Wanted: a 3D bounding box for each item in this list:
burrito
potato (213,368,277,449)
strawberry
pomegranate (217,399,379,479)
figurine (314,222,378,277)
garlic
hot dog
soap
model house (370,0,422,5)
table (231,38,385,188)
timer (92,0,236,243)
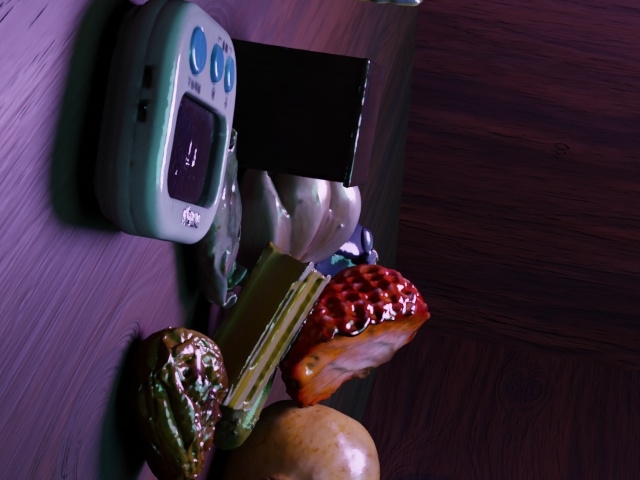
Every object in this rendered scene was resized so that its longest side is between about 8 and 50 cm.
[{"bbox_3d":[-0.134,-0.035,1.589,0.309,0.066,0.096,89,12,-47],"label":"burrito"},{"bbox_3d":[-0.121,0.229,1.916,0.105,0.085,0.188,129,-18,-61],"label":"potato"},{"bbox_3d":[0.021,0.129,1.964,0.265,0.149,0.336,-39,163,15],"label":"strawberry"},{"bbox_3d":[-0.037,0.406,2.055,0.307,0.307,0.307,10,90,-81],"label":"pomegranate"},{"bbox_3d":[-0.001,0.010,2.168,0.175,0.197,0.265,-44,177,7],"label":"figurine"},{"bbox_3d":[-0.058,-0.061,1.897,0.237,0.210,0.292,-2,110,-46],"label":"garlic"},{"bbox_3d":[-0.174,0.205,1.526,0.227,0.099,0.160,91,14,-57],"label":"hot dog"},{"bbox_3d":[-0.086,0.121,1.751,0.233,0.076,0.135,-58,163,-2],"label":"soap"},{"bbox_3d":[0.043,-0.423,1.701,0.303,0.237,0.215,-12,111,-80],"label":"model house"},{"bbox_3d":[-0.030,-0.166,1.676,0.169,0.193,0.172,-23,123,-79],"label":"table"},{"bbox_3d":[-0.157,-0.119,1.295,0.262,0.087,0.237,19,81,-80],"label":"timer"}]
